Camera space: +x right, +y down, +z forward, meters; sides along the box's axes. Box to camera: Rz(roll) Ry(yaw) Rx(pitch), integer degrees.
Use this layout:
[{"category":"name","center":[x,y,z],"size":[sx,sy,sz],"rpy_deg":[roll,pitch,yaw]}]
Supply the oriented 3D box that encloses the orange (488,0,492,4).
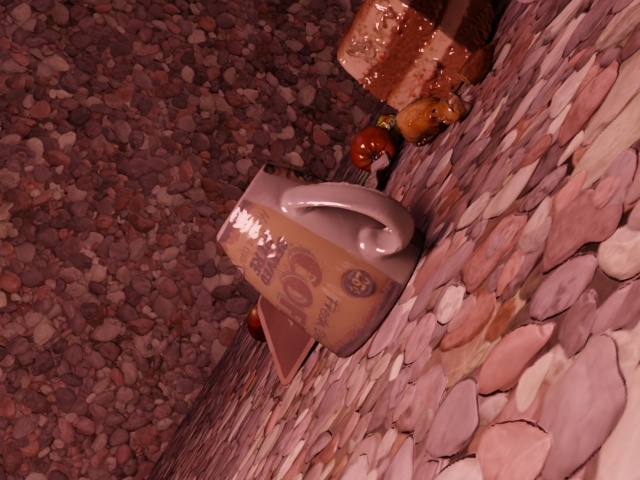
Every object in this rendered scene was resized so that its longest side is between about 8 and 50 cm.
[{"category":"orange","center":[0.300,-0.645,1.840],"size":[0.312,0.312,0.312],"rpy_deg":[-56,5,8]}]

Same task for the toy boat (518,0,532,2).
[{"category":"toy boat","center":[0.428,-0.518,1.179],"size":[0.282,0.096,0.206],"rpy_deg":[-49,-11,-13]}]

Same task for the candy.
[{"category":"candy","center":[0.156,-0.239,2.025],"size":[0.091,0.083,0.305],"rpy_deg":[-25,-23,-34]}]

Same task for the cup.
[{"category":"cup","center":[0.000,0.000,1.024],"size":[0.227,0.257,0.301],"rpy_deg":[-63,9,-31]}]

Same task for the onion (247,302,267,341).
[{"category":"onion","center":[-0.132,0.198,1.789],"size":[0.119,0.118,0.117],"rpy_deg":[-62,-21,-43]}]

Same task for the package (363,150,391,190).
[{"category":"package","center":[0.114,-0.102,1.753],"size":[0.166,0.040,0.232],"rpy_deg":[125,167,-54]}]

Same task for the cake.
[{"category":"cake","center":[0.214,-0.461,1.631],"size":[0.256,0.290,0.282],"rpy_deg":[-53,10,49]}]

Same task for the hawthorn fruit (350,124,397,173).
[{"category":"hawthorn fruit","center":[0.130,-0.238,1.865],"size":[0.125,0.140,0.125],"rpy_deg":[-25,-44,-27]}]

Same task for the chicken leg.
[{"category":"chicken leg","center":[0.218,-0.242,1.393],"size":[0.107,0.087,0.251],"rpy_deg":[-50,10,-7]}]

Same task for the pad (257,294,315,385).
[{"category":"pad","center":[-0.064,0.140,1.410],"size":[0.176,0.002,0.266],"rpy_deg":[-60,31,23]}]

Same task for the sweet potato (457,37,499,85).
[{"category":"sweet potato","center":[0.305,-0.341,1.362],"size":[0.117,0.049,0.049],"rpy_deg":[-52,4,-9]}]
